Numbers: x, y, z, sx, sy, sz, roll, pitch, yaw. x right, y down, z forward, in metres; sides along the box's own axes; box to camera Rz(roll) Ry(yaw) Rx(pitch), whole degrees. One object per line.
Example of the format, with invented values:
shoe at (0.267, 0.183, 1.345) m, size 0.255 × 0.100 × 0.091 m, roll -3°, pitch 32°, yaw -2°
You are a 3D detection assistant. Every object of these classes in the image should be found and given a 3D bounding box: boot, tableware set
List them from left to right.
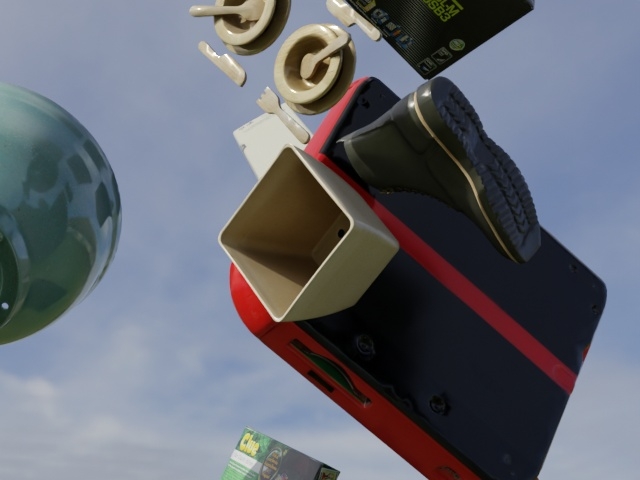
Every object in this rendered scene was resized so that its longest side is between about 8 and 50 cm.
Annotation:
tableware set at (-0.040, -0.190, 1.265) m, size 0.039 × 0.194 × 0.128 m, roll 20°, pitch -70°, yaw -50°
boot at (0.117, -0.052, 1.356) m, size 0.137 × 0.198 × 0.077 m, roll -25°, pitch 9°, yaw 40°

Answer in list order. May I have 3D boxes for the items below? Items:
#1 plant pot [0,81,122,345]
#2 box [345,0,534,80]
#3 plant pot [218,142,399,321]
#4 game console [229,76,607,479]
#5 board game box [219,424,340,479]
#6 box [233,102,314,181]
plant pot at (-0.375, -0.004, 1.460) m, size 0.293 × 0.293 × 0.196 m, roll -1°, pitch 21°, yaw 5°
box at (0.145, -0.321, 1.762) m, size 0.184 × 0.045 × 0.190 m, roll -30°, pitch -60°, yaw 34°
plant pot at (0.000, 0.000, 1.154) m, size 0.096 × 0.109 × 0.109 m, roll 13°, pitch -59°, yaw -48°
game console at (0.113, 0.054, 1.420) m, size 0.386 × 0.342 × 0.060 m, roll 41°, pitch -41°, yaw -12°
board game box at (-0.064, 0.297, 1.580) m, size 0.030 × 0.136 × 0.259 m, roll 27°, pitch -8°, yaw -20°
box at (-0.040, -0.094, 1.843) m, size 0.094 × 0.113 × 0.275 m, roll -28°, pitch 18°, yaw -1°
